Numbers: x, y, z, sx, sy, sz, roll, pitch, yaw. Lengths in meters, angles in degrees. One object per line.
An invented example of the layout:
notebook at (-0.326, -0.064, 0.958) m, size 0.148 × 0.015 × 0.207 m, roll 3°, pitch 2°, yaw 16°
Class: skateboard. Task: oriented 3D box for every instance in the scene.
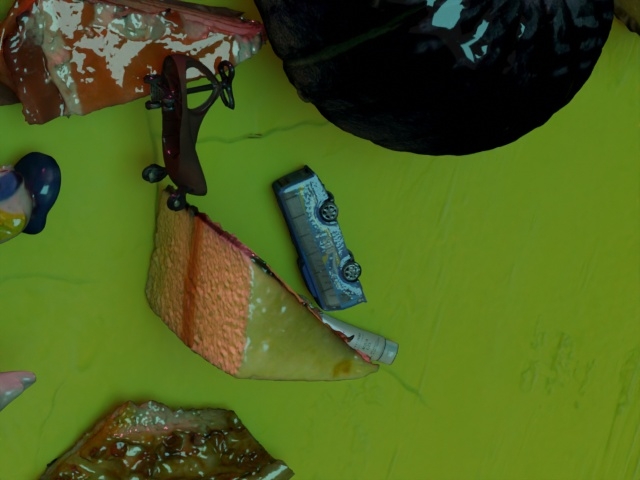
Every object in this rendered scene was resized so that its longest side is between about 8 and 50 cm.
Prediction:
skateboard at (-0.120, -0.108, 1.622) m, size 0.080 × 0.067 × 0.151 m, roll -15°, pitch 128°, yaw -24°

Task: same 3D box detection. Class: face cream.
face cream at (0.029, 0.103, 1.829) m, size 0.115 × 0.020 × 0.038 m, roll 21°, pitch 92°, yaw -22°

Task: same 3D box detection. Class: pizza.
pizza at (-0.153, 0.231, 1.758) m, size 0.271 × 0.056 × 0.134 m, roll 11°, pitch 104°, yaw -25°

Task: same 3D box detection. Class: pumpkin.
pumpkin at (0.111, -0.259, 1.639) m, size 0.363 × 0.266 × 0.363 m, roll 7°, pitch 76°, yaw -32°

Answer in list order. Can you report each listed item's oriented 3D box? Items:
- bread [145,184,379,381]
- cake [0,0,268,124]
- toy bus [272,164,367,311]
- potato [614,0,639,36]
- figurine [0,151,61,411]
bread at (-0.045, 0.042, 1.673) m, size 0.178 × 0.240 × 0.135 m, roll 3°, pitch 105°, yaw -27°
cake at (-0.177, -0.198, 1.640) m, size 0.287 × 0.098 × 0.135 m, roll -13°, pitch 107°, yaw -20°
toy bus at (0.000, 0.000, 1.782) m, size 0.061 × 0.051 × 0.153 m, roll -21°, pitch 108°, yaw -5°
potato at (0.404, -0.379, 1.725) m, size 0.296 × 0.290 × 0.397 m, roll -35°, pitch 147°, yaw -6°
figurine at (-0.372, 0.036, 1.599) m, size 0.283 × 0.204 × 0.338 m, roll 44°, pitch 70°, yaw -16°
